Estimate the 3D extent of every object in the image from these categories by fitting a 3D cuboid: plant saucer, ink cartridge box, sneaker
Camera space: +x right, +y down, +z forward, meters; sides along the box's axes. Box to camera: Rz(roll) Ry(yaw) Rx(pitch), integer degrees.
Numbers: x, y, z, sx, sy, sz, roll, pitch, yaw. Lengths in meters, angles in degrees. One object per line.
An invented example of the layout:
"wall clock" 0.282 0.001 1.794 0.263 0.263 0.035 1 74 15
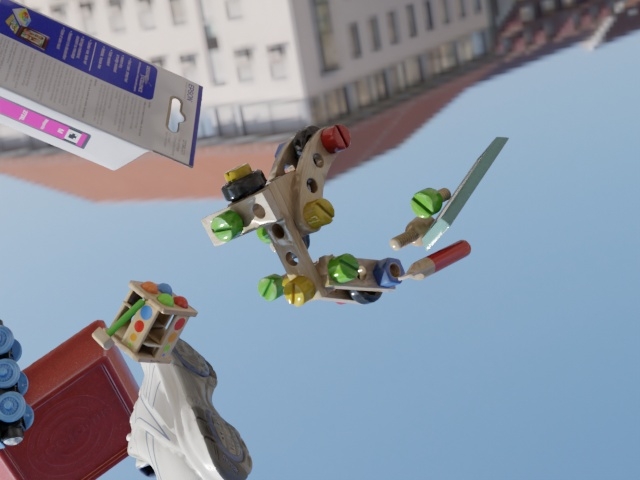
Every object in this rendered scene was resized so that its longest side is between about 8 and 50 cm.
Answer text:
"plant saucer" 0.185 -0.064 1.712 0.192 0.018 0.067 -51 180 -39
"plant saucer" -0.376 0.281 1.979 0.258 0.259 0.048 -35 -137 -17
"ink cartridge box" -0.331 -0.201 1.687 0.371 0.069 0.175 21 -140 -18
"sneaker" -0.187 0.209 1.620 0.129 0.111 0.297 -42 -143 11

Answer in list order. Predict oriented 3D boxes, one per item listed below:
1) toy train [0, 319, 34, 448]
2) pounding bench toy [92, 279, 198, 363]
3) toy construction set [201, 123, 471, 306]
"toy train" -0.453 0.195 1.809 0.105 0.184 0.080 -14 158 -5
"pounding bench toy" -0.164 0.071 1.227 0.052 0.065 0.083 35 -168 29
"toy construction set" 0.000 0.000 1.689 0.309 0.257 0.237 11 -158 34
